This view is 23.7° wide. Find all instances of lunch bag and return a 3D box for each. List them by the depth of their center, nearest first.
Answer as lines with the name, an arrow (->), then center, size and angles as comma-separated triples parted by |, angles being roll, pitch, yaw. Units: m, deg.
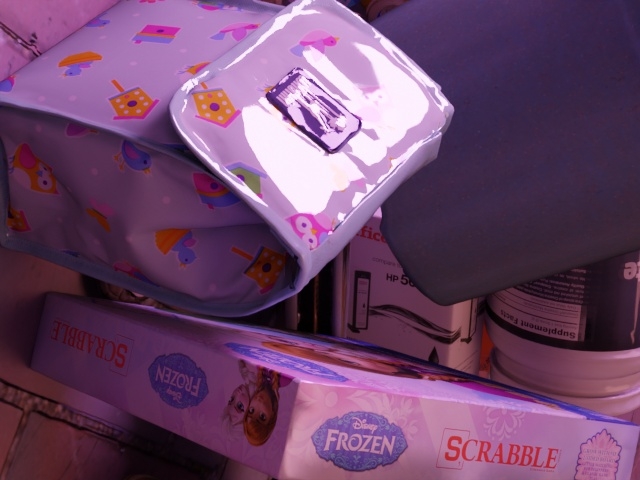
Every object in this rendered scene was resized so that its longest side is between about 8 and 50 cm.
lunch bag -> -0.066, -0.068, 1.053 | 0.223, 0.262, 0.160 | -45, 141, -46

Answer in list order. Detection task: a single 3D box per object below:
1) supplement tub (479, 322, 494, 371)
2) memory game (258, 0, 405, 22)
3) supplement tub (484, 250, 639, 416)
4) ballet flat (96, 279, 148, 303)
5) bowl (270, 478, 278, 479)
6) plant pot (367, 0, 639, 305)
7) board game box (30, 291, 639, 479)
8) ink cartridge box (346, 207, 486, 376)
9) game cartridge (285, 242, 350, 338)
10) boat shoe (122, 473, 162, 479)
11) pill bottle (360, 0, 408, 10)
supplement tub -> 0.254, 0.030, 1.828 | 0.316, 0.194, 0.193 | -33, 131, -56
memory game -> 0.018, -0.225, 1.295 | 0.186, 0.012, 0.186 | -18, 148, -12
supplement tub -> 0.266, 0.022, 1.546 | 0.191, 0.191, 0.272 | -31, 129, -56
ballet flat -> -0.097, -0.015, 1.251 | 0.250, 0.058, 0.084 | -35, 133, -54
bowl -> -0.049, 0.316, 1.256 | 0.391, 0.077, 0.391 | -53, -173, 10
plant pot -> 0.206, -0.119, 1.287 | 0.341, 0.334, 0.341 | 57, 19, -33
board game box -> 0.006, 0.113, 1.107 | 0.318, 0.319, 0.065 | 12, 91, -39
ink cartridge box -> 0.086, 0.059, 1.554 | 0.086, 0.148, 0.203 | -30, 127, -54
game cartridge -> 0.000, 0.000, 1.375 | 0.198, 0.062, 0.297 | -75, 168, -58
boat shoe -> -0.140, 0.240, 1.318 | 0.056, 0.048, 0.153 | -56, 143, -13
pill bottle -> 0.076, -0.263, 1.410 | 0.208, 0.118, 0.117 | 44, 63, -61
